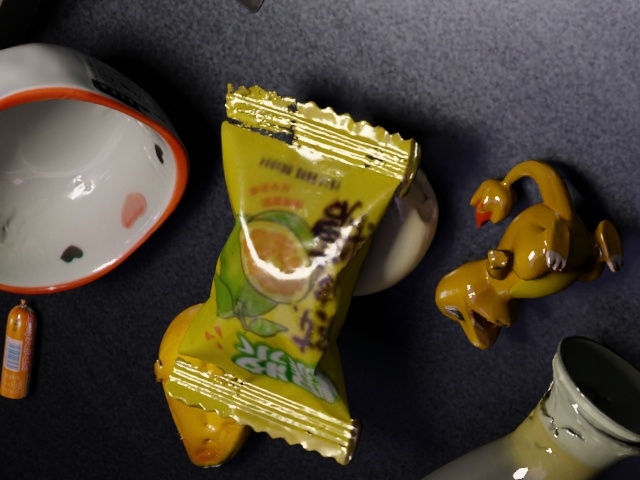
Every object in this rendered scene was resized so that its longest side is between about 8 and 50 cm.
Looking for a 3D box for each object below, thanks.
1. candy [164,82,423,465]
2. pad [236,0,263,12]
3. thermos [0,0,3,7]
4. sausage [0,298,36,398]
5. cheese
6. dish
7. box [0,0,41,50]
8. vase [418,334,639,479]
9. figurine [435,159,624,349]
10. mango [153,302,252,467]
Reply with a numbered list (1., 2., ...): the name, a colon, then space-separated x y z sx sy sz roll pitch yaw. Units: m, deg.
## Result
1. candy: -0.024 0.028 1.588 0.187 0.081 0.297 20 107 17
2. pad: -0.060 -0.300 1.595 0.116 0.004 0.193 37 122 10
3. thermos: -0.341 -0.207 1.592 0.137 0.105 0.193 22 116 -25
4. sausage: -0.297 0.106 1.854 0.031 0.031 0.107 21 117 18
5. cheese: 0.000 0.000 1.646 0.227 0.064 0.137 -35 90 33
6. dish: -0.253 -0.077 1.665 0.256 0.256 0.117 -54 41 31
7. box: -0.373 -0.201 1.716 0.178 0.138 0.274 33 121 6
8. vase: 0.156 0.234 1.605 0.173 0.173 0.321 42 117 6
9. figurine: 0.156 0.008 1.565 0.176 0.121 0.122 -40 60 42
10. mango: -0.100 0.132 1.747 0.101 0.066 0.187 8 118 15
